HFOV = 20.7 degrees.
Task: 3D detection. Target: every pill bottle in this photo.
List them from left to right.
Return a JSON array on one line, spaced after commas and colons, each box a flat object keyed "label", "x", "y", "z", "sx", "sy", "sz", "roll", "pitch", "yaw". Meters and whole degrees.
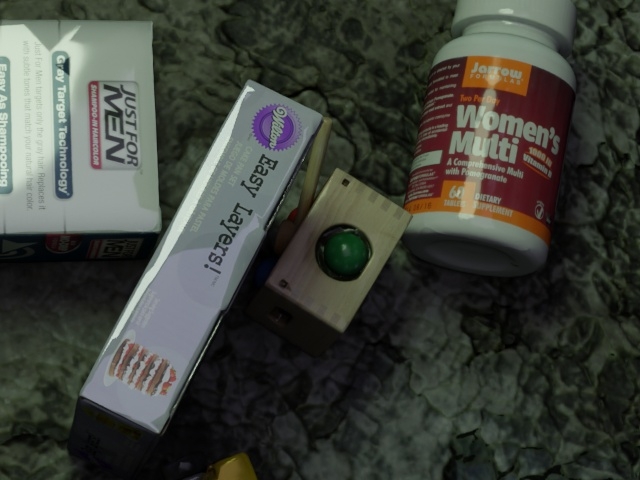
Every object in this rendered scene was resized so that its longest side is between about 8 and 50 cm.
[{"label": "pill bottle", "x": 0.141, "y": -0.091, "z": 1.412, "sx": 0.121, "sy": 0.121, "sz": 0.221, "roll": 14, "pitch": 74, "yaw": -8}]

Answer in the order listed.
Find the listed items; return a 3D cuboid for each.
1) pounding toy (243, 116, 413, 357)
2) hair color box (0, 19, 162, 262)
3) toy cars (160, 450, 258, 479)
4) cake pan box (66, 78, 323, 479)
[{"label": "pounding toy", "x": 0.000, "y": 0.000, "z": 1.350, "sx": 0.100, "sy": 0.141, "sz": 0.130, "roll": 32, "pitch": 72, "yaw": -2}, {"label": "hair color box", "x": -0.300, "y": -0.073, "z": 1.326, "sx": 0.347, "sy": 0.105, "sz": 0.174, "roll": -1, "pitch": 77, "yaw": -11}, {"label": "toy cars", "x": -0.175, "y": 0.318, "z": 1.270, "sx": 0.176, "sy": 0.087, "sz": 0.393, "roll": 28, "pitch": 76, "yaw": -5}, {"label": "cake pan box", "x": -0.093, "y": 0.033, "z": 1.269, "sx": 0.070, "sy": 0.246, "sz": 0.267, "roll": 28, "pitch": 74, "yaw": -4}]
